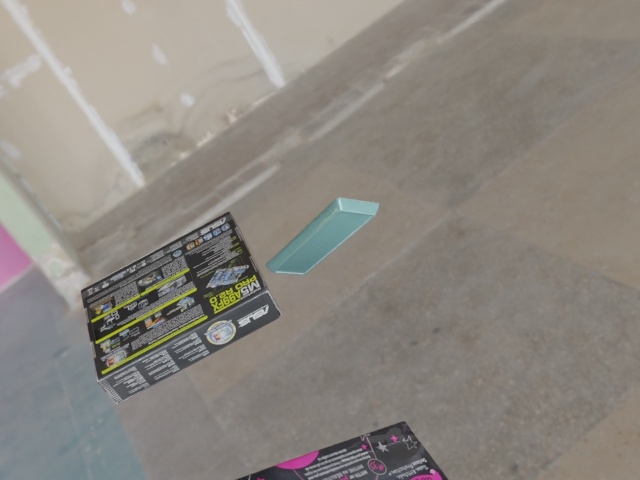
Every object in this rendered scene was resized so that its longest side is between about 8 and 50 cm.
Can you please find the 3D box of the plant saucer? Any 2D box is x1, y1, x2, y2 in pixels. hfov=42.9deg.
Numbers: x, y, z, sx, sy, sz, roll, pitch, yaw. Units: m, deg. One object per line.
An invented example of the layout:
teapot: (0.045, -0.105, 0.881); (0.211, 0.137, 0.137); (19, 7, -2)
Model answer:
plant saucer: (0.000, 0.000, 1.076); (0.192, 0.067, 0.018); (-41, 52, 47)

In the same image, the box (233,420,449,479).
box: (0.004, 0.303, 0.782); (0.247, 0.163, 0.142); (-6, 47, -41)

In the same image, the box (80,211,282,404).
box: (-0.215, 0.092, 1.217); (0.270, 0.060, 0.216); (-29, 41, -3)
